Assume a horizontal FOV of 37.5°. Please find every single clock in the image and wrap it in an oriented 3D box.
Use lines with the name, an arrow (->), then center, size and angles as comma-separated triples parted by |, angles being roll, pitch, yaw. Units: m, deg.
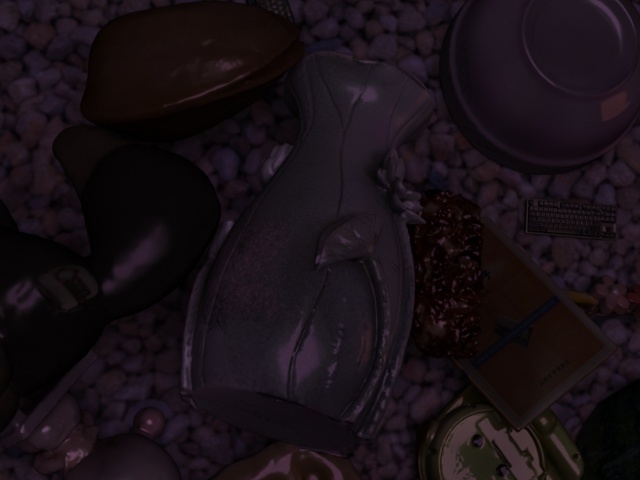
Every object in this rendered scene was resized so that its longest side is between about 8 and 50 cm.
clock -> 0.194, 0.281, 1.158 | 0.232, 0.069, 0.170 | -35, 87, -14

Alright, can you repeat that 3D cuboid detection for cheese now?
cheese -> -0.035, 0.328, 1.087 | 0.235, 0.117, 0.218 | 27, 74, -8

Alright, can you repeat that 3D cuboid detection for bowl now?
bowl -> 0.312, -0.241, 1.237 | 0.287, 0.144, 0.287 | 2, 79, -10

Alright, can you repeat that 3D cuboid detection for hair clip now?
hair clip -> 0.414, 0.083, 1.241 | 0.214, 0.056, 0.062 | 4, 46, -8

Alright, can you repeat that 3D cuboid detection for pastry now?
pastry -> 0.147, 0.043, 1.139 | 0.097, 0.115, 0.208 | 1, 66, 7

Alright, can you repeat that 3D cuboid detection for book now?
book -> 0.226, 0.097, 1.180 | 0.170, 0.018, 0.241 | -36, 66, -14

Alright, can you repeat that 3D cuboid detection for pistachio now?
pistachio -> -0.152, -0.200, 1.107 | 0.260, 0.163, 0.212 | -9, 41, 19

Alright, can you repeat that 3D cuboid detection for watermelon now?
watermelon -> 0.447, 0.285, 1.173 | 0.305, 0.180, 0.224 | -14, 38, -8

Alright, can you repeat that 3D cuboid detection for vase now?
vase -> 0.000, 0.000, 1.070 | 0.250, 0.250, 0.445 | 18, 64, -6

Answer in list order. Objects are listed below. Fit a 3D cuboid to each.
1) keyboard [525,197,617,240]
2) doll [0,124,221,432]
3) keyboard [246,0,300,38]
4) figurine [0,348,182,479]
keyboard -> 0.337, -0.029, 1.267 | 0.129, 0.015, 0.049 | 5, 79, -9
doll -> -0.340, 0.008, 1.029 | 0.382, 0.252, 0.378 | 38, 43, 28
keyboard -> -0.079, -0.344, 1.256 | 0.055, 0.014, 0.176 | -17, 83, -15
figurine -> -0.246, 0.248, 1.064 | 0.256, 0.182, 0.144 | 45, 118, -6
